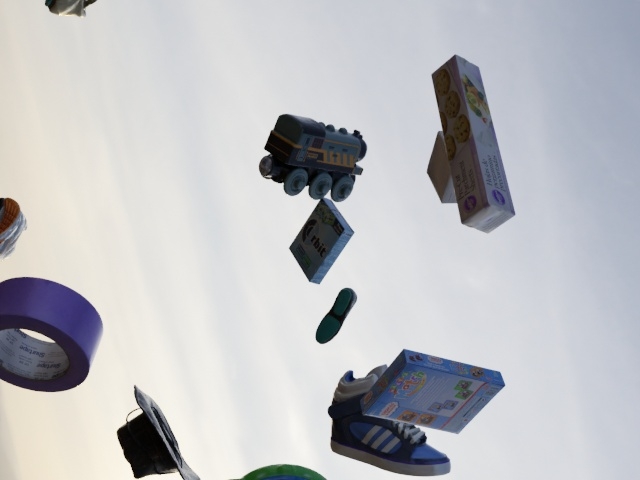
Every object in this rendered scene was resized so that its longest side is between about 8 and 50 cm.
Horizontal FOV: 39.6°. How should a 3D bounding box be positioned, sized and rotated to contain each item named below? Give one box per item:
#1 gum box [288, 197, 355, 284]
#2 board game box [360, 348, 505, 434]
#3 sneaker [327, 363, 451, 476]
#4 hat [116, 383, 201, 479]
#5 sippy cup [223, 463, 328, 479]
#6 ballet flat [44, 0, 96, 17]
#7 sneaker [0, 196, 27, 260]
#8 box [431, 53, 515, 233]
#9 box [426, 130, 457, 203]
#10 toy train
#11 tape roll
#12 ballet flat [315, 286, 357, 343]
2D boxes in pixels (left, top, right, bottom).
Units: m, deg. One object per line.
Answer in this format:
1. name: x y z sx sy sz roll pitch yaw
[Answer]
1. gum box: 0.000 0.000 2.423 0.184 0.041 0.157 -56 -139 21
2. board game box: 0.202 0.277 1.614 0.160 0.211 0.039 -56 -150 35
3. sneaker: 0.173 0.426 2.168 0.322 0.130 0.236 8 -88 27
4. hat: -0.434 0.530 2.254 0.331 0.134 0.331 55 -10 14
5. sippy cup: -0.066 0.563 1.600 0.224 0.305 0.240 -102 -169 -65
6. ballet flat: -0.357 -0.447 1.410 0.248 0.086 0.086 -45 -121 40
7. sneaker: -0.751 0.033 2.007 0.099 0.262 0.121 34 -15 16
8. box: 0.248 -0.166 1.468 0.067 0.063 0.324 -38 -135 41
9. box: 0.259 -0.136 1.647 0.101 0.087 0.102 -107 -158 -46
10. toy train: -0.011 -0.210 2.270 0.142 0.334 0.190 38 -68 38
11. tape roll: -0.440 0.148 1.381 0.080 0.189 0.189 -80 178 -46
12. ballet flat: 0.052 0.223 2.601 0.188 0.070 0.070 -57 -143 10
